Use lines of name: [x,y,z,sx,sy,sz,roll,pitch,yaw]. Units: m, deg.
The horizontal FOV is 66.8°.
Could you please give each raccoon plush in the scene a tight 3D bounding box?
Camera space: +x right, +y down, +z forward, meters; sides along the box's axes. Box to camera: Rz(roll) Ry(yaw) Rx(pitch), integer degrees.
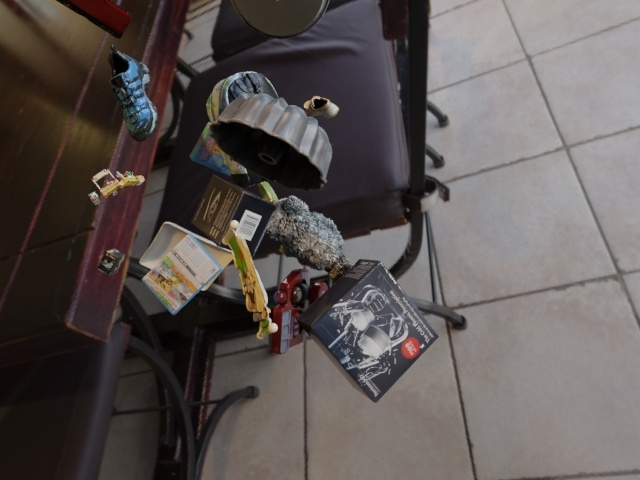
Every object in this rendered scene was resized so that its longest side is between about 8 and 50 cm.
raccoon plush: [0.000,0.000,1.726,0.446,0.299,0.216,27,84,17]

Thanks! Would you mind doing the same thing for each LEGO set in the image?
LEGO set: [-0.985,-0.289,2.335,0.287,0.107,0.132,-39,-1,-38]

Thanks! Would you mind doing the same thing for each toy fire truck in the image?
toy fire truck: [-0.102,0.265,1.858,0.169,0.254,0.302,6,94,24]

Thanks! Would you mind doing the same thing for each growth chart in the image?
growth chart: [-0.138,0.077,0.922,0.021,0.172,0.237,-17,74,-21]

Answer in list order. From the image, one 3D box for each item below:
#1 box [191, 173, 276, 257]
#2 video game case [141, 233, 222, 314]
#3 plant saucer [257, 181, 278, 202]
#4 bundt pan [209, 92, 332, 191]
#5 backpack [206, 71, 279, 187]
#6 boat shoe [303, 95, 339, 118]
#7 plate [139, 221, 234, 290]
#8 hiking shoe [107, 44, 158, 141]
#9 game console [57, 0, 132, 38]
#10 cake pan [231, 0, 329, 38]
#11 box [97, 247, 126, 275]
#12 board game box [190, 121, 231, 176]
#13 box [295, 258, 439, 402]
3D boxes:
box: [-0.232,-0.068,1.276,0.207,0.108,0.153,32,98,51]
video game case: [-0.336,0.082,1.176,0.166,0.015,0.119,-43,87,5]
plant saucer: [-0.211,-0.163,2.121,0.037,0.241,0.241,-25,48,-10]
bundt pan: [-0.114,-0.262,1.264,0.331,0.331,0.124,13,72,35]
backpack: [-0.247,-0.405,1.708,0.290,0.356,0.273,-32,34,-30]
boat shoe: [-0.007,-0.448,1.600,0.170,0.059,0.063,27,79,50]
plate: [-0.494,0.056,1.803,0.277,0.278,0.045,-45,28,37]
hiking shoe: [-0.585,-0.436,1.474,0.113,0.132,0.304,-26,66,18]
game console: [-0.436,-0.472,0.938,0.085,0.144,0.124,-39,39,33]
cake pan: [-0.114,-0.705,1.349,0.293,0.293,0.054,-22,36,16]
box: [-0.763,0.078,1.774,0.052,0.062,0.083,32,101,1]
board game box: [-0.390,-0.356,1.940,0.160,0.210,0.047,-55,41,18]
box: [0.155,0.290,1.610,0.312,0.343,0.179,-42,13,-14]
